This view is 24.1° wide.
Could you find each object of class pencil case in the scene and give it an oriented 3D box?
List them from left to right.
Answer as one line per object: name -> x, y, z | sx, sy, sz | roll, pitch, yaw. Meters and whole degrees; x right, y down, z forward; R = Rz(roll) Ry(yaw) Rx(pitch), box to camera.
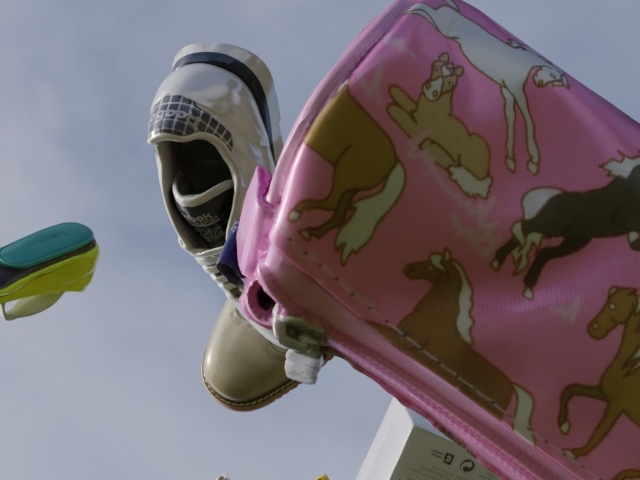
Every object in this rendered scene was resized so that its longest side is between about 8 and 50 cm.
pencil case -> 0.145, 0.064, 0.616 | 0.386, 0.160, 0.167 | 35, -84, 1

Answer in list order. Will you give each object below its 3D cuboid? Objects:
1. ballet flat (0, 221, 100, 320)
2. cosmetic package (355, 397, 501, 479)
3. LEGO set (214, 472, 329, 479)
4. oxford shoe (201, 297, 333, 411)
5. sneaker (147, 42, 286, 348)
ballet flat -> -0.302, 0.043, 1.370 | 0.231, 0.077, 0.077 | -15, -52, -40
cosmetic package -> 0.137, 0.291, 1.794 | 0.151, 0.184, 0.151 | 23, -85, -7
LEGO set -> 0.002, 0.205, 0.920 | 0.087, 0.227, 0.093 | -31, -43, -5
oxford shoe -> 0.000, 0.000, 1.542 | 0.397, 0.140, 0.146 | -54, -20, -3
sneaker -> -0.054, -0.008, 0.961 | 0.090, 0.095, 0.235 | -8, -53, 21
